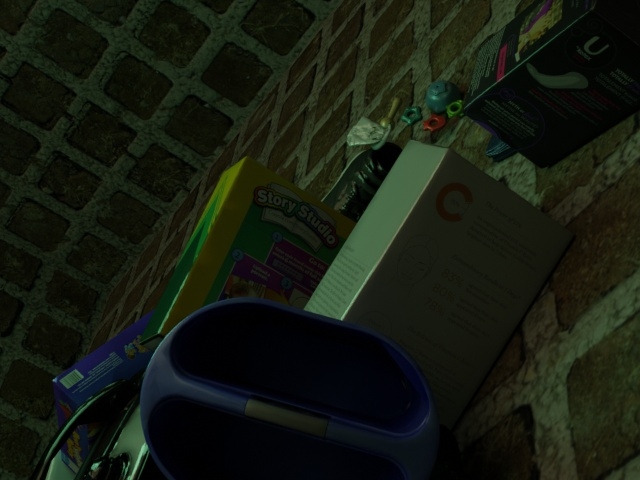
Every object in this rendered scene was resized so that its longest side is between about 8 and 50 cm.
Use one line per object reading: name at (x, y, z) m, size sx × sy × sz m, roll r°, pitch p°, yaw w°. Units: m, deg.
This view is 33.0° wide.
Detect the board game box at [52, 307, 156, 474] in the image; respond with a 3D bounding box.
board game box at (-0.255, 0.210, 1.715) m, size 0.347 × 0.078 × 0.233 m, roll -37°, pitch -26°, yaw -33°

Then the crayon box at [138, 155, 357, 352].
crayon box at (-0.041, 0.099, 1.645) m, size 0.106 × 0.363 × 0.313 m, roll -28°, pitch 34°, yaw 60°

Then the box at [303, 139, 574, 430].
box at (0.137, 0.069, 1.454) m, size 0.345 × 0.215 × 0.168 m, roll -58°, pitch 17°, yaw 1°

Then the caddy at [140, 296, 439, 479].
caddy at (-0.034, 0.201, 1.249) m, size 0.179 × 0.341 × 0.241 m, roll 70°, pitch -145°, yaw -83°

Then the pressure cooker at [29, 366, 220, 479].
pressure cooker at (-0.196, 0.394, 1.473) m, size 0.375 × 0.420 × 0.370 m, roll -54°, pitch 18°, yaw 16°

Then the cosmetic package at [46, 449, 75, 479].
cosmetic package at (-0.382, 0.581, 1.721) m, size 0.161 × 0.230 × 0.453 m, roll -43°, pitch 32°, yaw 55°

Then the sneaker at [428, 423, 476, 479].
sneaker at (0.167, 0.290, 1.255) m, size 0.118 × 0.083 × 0.222 m, roll -34°, pitch 29°, yaw 30°

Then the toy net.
toy net at (0.164, -0.218, 2.031) m, size 0.232 × 0.045 × 0.122 m, roll -28°, pitch 52°, yaw 7°

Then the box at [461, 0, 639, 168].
box at (0.348, -0.247, 1.495) m, size 0.270 × 0.165 × 0.143 m, roll -36°, pitch 28°, yaw 50°

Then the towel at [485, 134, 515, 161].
towel at (0.309, -0.171, 1.705) m, size 0.119 × 0.029 × 0.067 m, roll -32°, pitch 30°, yaw 55°

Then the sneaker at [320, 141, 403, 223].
sneaker at (0.069, -0.075, 2.074) m, size 0.295 × 0.105 × 0.147 m, roll -61°, pitch 12°, yaw -24°
